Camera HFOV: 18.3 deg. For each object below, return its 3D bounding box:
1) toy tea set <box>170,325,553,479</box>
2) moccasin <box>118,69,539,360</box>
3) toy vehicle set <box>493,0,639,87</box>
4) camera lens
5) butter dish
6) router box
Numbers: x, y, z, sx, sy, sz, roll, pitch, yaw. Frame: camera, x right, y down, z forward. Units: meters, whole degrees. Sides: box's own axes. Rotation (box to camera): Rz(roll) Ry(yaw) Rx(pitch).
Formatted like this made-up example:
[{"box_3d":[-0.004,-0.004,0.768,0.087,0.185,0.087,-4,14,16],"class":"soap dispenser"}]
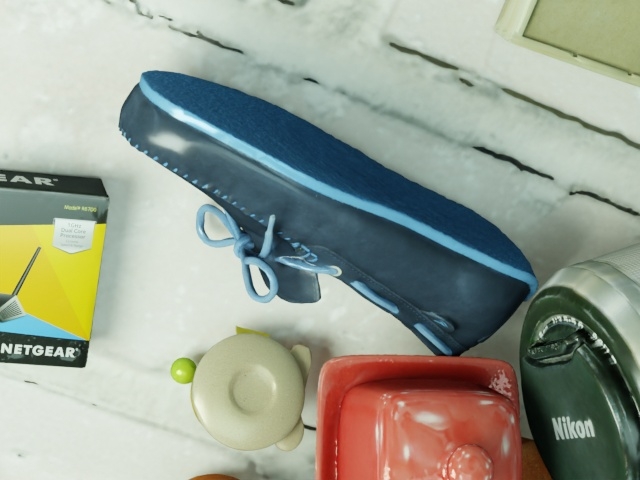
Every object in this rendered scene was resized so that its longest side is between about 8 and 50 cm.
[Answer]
[{"box_3d":[0.023,0.198,1.517,0.336,0.124,0.200,18,77,-16],"class":"toy tea set"},{"box_3d":[0.000,0.000,1.398,0.342,0.138,0.117,28,109,-22],"class":"moccasin"},{"box_3d":[0.252,-0.242,1.418,0.166,0.035,0.267,17,106,-20],"class":"toy vehicle set"},{"box_3d":[0.299,0.094,1.447,0.274,0.219,0.219,-18,115,-20],"class":"camera lens"},{"box_3d":[0.086,0.161,1.410,0.160,0.118,0.160,3,86,-20],"class":"butter dish"},{"box_3d":[-0.246,0.017,1.390,0.179,0.046,0.133,4,110,-16],"class":"router box"}]
